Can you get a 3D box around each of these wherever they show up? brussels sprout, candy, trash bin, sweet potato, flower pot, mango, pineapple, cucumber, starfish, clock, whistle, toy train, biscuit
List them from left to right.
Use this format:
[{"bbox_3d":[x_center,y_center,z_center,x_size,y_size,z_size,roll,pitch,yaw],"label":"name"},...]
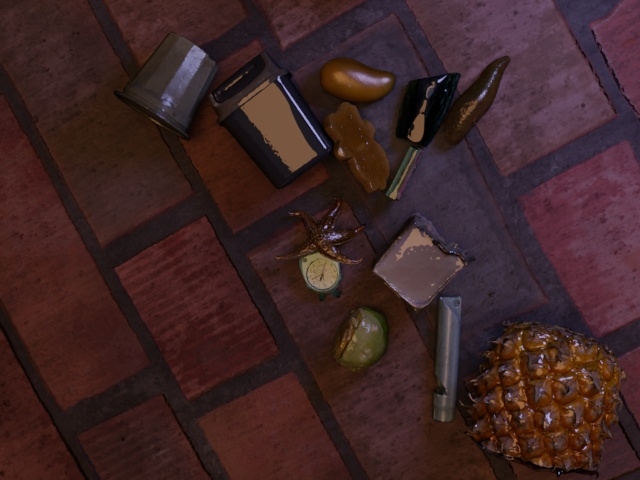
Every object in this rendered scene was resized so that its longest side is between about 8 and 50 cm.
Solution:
[{"bbox_3d":[-0.359,-0.378,1.689,0.212,0.212,0.202,31,83,4],"label":"flower pot"},{"bbox_3d":[-0.115,-0.285,1.661,0.209,0.182,0.290,-36,95,8],"label":"trash bin"},{"bbox_3d":[0.000,-0.004,1.703,0.238,0.057,0.213,-29,63,-11],"label":"starfish"},{"bbox_3d":[0.006,0.087,1.744,0.101,0.041,0.135,-13,94,7],"label":"clock"},{"bbox_3d":[0.088,-0.384,1.674,0.184,0.085,0.102,11,92,-4],"label":"mango"},{"bbox_3d":[0.093,-0.219,1.665,0.036,0.166,0.225,-24,109,44],"label":"biscuit"},{"bbox_3d":[0.107,0.248,1.698,0.122,0.149,0.151,20,137,-10],"label":"brussels sprout"},{"bbox_3d":[0.205,-0.164,1.682,0.038,0.071,0.148,27,97,4],"label":"toy train"},{"bbox_3d":[0.238,0.054,1.664,0.185,0.137,0.195,39,100,3],"label":"candy"},{"bbox_3d":[0.251,-0.326,1.662,0.115,0.086,0.193,20,102,4],"label":"cucumber"},{"bbox_3d":[0.312,0.292,1.713,0.062,0.062,0.312,3,95,7],"label":"whistle"},{"bbox_3d":[0.370,-0.340,1.646,0.077,0.077,0.243,34,100,3],"label":"sweet potato"},{"bbox_3d":[0.499,0.339,1.564,0.352,0.352,0.300,12,89,6],"label":"pineapple"}]
